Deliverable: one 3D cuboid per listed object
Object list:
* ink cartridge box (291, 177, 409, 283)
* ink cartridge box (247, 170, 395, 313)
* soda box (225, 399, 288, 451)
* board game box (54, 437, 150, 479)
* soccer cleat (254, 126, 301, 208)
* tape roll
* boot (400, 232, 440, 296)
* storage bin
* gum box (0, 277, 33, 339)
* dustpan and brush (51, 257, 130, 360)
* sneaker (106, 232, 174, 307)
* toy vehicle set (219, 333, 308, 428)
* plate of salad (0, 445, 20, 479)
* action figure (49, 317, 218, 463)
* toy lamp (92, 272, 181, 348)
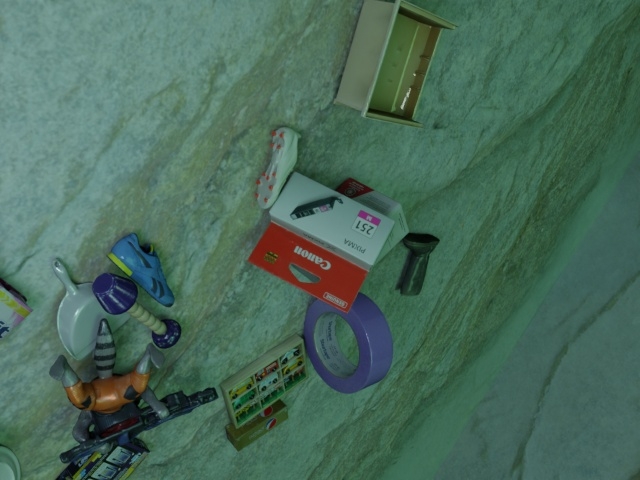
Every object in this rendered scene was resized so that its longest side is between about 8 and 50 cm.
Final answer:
[{"bbox_3d":[0.060,-0.008,1.468,0.273,0.197,0.114,-42,137,-16],"label":"ink cartridge box"},{"bbox_3d":[0.000,0.000,1.333,0.239,0.275,0.060,-60,172,-20],"label":"ink cartridge box"},{"bbox_3d":[-0.184,0.530,1.664,0.181,0.061,0.058,-27,131,-30],"label":"soda box"},{"bbox_3d":[-0.514,0.535,1.356,0.170,0.048,0.141,-47,140,-12],"label":"board game box"},{"bbox_3d":[-0.093,-0.165,1.326,0.076,0.068,0.197,3,109,-49],"label":"soccer cleat"},{"bbox_3d":[0.073,0.282,1.600,0.090,0.274,0.275,-12,122,-39],"label":"tape roll"},{"bbox_3d":[0.300,0.083,1.867,0.189,0.076,0.209,4,117,-43],"label":"boot"},{"bbox_3d":[0.190,-0.426,1.397,0.260,0.123,0.263,-1,114,-44],"label":"storage bin"},{"bbox_3d":[-0.605,0.102,0.989,0.107,0.062,0.188,-44,137,-15],"label":"gum box"},{"bbox_3d":[-0.477,0.121,1.139,0.147,0.060,0.211,-45,147,-34],"label":"dustpan and brush"},{"bbox_3d":[-0.356,0.066,1.207,0.082,0.069,0.209,-49,138,-16],"label":"sneaker"},{"bbox_3d":[-0.153,0.401,1.635,0.266,0.035,0.166,-30,132,-28],"label":"toy vehicle set"},{"bbox_3d":[-0.682,0.512,1.138,0.200,0.048,0.200,4,90,-75],"label":"plate of salad"},{"bbox_3d":[-0.401,0.316,1.227,0.341,0.179,0.330,-15,146,-28],"label":"action figure"},{"bbox_3d":[-0.378,0.146,1.189,0.080,0.080,0.275,-47,152,-12],"label":"toy lamp"}]
